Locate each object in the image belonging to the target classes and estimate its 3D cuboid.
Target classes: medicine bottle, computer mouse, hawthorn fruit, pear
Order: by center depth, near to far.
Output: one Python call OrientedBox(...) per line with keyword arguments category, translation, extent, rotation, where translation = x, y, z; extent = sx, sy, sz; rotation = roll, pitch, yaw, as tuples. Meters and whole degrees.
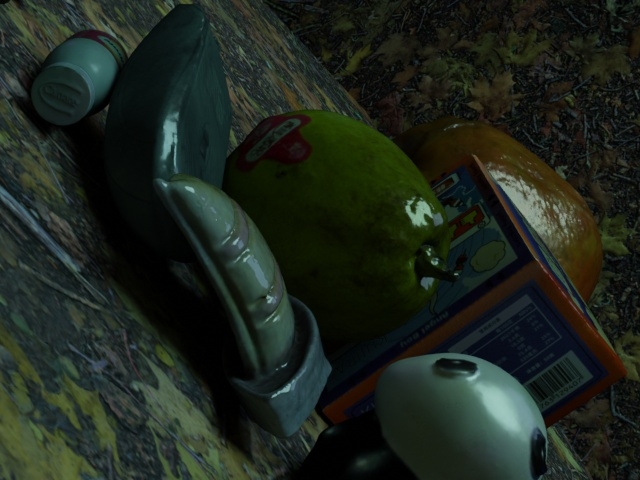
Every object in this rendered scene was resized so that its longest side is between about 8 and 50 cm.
OrientedBox(category="medicine bottle", translation=(-0.281, -0.189, 1.533), extent=(0.090, 0.090, 0.216), rotation=(51, 11, -13))
OrientedBox(category="computer mouse", translation=(-0.180, -0.128, 1.545), extent=(0.371, 0.122, 0.188), rotation=(-81, 165, -45))
OrientedBox(category="pear", translation=(0.024, -0.009, 1.648), extent=(0.375, 0.287, 0.287), rotation=(21, -14, 40))
OrientedBox(category="hawthorn fruit", translation=(0.242, 0.001, 2.255), extent=(0.472, 0.472, 0.472), rotation=(51, 11, -14))

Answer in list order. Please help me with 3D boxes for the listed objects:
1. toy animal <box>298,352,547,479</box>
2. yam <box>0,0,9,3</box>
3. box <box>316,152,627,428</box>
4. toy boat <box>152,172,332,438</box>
OrientedBox(category="toy animal", translation=(0.116, 0.240, 1.429), extent=(0.212, 0.267, 0.212), rotation=(49, 7, -8))
OrientedBox(category="yam", translation=(-0.402, -0.320, 1.560), extent=(0.043, 0.043, 0.094), rotation=(59, 11, 27))
OrientedBox(category="box", translation=(0.174, 0.119, 1.817), extent=(0.257, 0.349, 0.318), rotation=(47, 13, -29))
OrientedBox(category="toy boat", translation=(-0.076, 0.054, 1.431), extent=(0.276, 0.111, 0.293), rotation=(-62, 133, -84))
